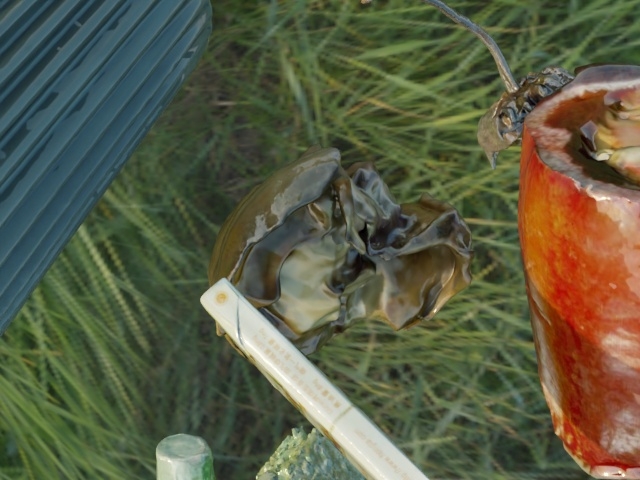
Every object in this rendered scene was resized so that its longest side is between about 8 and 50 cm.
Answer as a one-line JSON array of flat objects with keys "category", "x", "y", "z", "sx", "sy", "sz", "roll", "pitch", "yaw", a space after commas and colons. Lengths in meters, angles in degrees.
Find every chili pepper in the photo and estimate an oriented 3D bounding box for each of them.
[{"category": "chili pepper", "x": 0.292, "y": 0.029, "z": 1.154, "sx": 0.251, "sy": 0.229, "sz": 0.305, "roll": -4, "pitch": 127, "yaw": 12}]

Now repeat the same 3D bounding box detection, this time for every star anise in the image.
[{"category": "star anise", "x": 0.157, "y": -0.196, "z": 1.544, "sx": 0.227, "sy": 0.148, "sz": 0.218, "roll": 52, "pitch": 35, "yaw": 2}]

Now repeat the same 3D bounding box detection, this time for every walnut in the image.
[{"category": "walnut", "x": -0.003, "y": 0.010, "z": 1.227, "sx": 0.238, "sy": 0.141, "sz": 0.204, "roll": 23, "pitch": 111, "yaw": -39}]

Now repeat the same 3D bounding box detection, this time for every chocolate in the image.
[{"category": "chocolate", "x": -0.129, "y": 0.337, "z": 1.442, "sx": 0.110, "sy": 0.110, "sz": 0.291, "roll": -13, "pitch": 114, "yaw": -23}]

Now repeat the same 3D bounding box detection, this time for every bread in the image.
[{"category": "bread", "x": -0.001, "y": 0.268, "z": 1.388, "sx": 0.232, "sy": 0.064, "sz": 0.173, "roll": 2, "pitch": 76, "yaw": -27}]

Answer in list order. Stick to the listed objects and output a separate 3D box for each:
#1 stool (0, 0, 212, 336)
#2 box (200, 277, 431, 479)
[{"category": "stool", "x": -0.267, "y": -0.113, "z": 1.020, "sx": 0.297, "sy": 0.297, "sz": 0.330, "roll": 47, "pitch": 58, "yaw": -19}, {"category": "box", "x": 0.006, "y": 0.123, "z": 1.025, "sx": 0.032, "sy": 0.122, "sz": 0.220, "roll": -44, "pitch": 69, "yaw": -6}]
